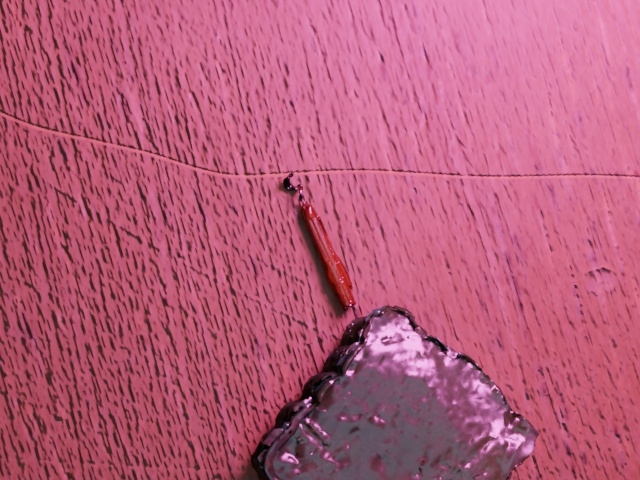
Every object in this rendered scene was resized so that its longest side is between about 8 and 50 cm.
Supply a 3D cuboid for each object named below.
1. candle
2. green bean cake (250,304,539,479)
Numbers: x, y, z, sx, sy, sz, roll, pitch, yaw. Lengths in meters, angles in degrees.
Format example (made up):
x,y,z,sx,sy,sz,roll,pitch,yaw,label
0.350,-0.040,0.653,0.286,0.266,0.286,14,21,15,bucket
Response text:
x,y,z,sx,sy,sz,roll,pitch,yaw,label
0.000,0.000,1.544,0.026,0.021,0.167,-27,93,-36,candle
0.078,0.228,1.493,0.241,0.132,0.255,38,75,0,green bean cake
